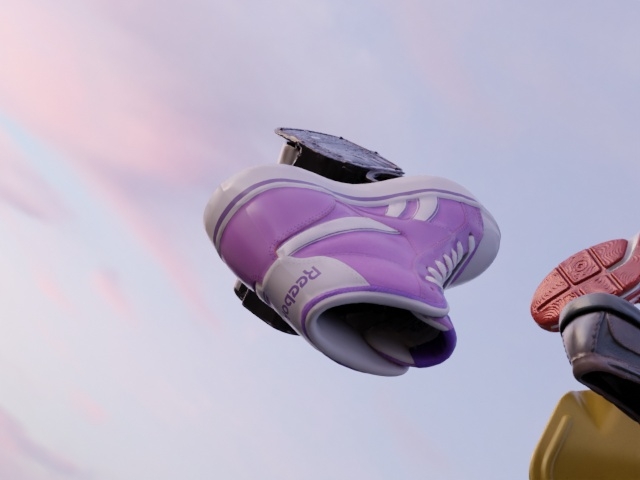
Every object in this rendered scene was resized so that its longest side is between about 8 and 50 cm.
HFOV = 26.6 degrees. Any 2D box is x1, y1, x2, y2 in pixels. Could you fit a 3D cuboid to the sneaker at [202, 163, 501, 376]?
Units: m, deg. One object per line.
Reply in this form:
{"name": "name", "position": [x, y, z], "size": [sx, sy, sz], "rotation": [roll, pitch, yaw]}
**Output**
{"name": "sneaker", "position": [0.060, 0.035, 0.946], "size": [0.282, 0.102, 0.161], "rotation": [0, 37, -46]}

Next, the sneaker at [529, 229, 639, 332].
{"name": "sneaker", "position": [0.327, 0.055, 1.361], "size": [0.128, 0.221, 0.087], "rotation": [58, 5, -35]}

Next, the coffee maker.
{"name": "coffee maker", "position": [0.000, 0.000, 1.278], "size": [0.120, 0.178, 0.171], "rotation": [11, 15, -19]}

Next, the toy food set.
{"name": "toy food set", "position": [0.253, 0.240, 1.303], "size": [0.128, 0.218, 0.071], "rotation": [32, -35, 6]}

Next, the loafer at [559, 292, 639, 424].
{"name": "loafer", "position": [0.314, 0.151, 1.208], "size": [0.267, 0.084, 0.096], "rotation": [34, -49, -19]}
